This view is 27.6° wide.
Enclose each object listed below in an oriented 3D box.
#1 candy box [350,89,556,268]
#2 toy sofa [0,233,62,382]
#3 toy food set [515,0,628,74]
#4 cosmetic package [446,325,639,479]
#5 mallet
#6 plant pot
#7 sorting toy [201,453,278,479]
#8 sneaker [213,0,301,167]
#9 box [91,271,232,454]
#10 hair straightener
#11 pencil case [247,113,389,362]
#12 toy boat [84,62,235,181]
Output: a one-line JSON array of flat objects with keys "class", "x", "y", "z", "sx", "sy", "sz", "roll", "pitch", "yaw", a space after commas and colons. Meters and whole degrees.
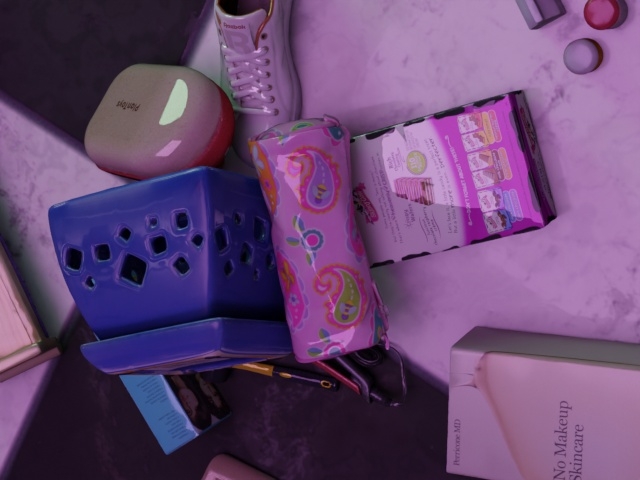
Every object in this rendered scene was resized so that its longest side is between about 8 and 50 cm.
[{"class": "candy box", "x": 0.142, "y": -0.070, "z": 1.527, "sx": 0.233, "sy": 0.071, "sz": 0.159, "roll": -13, "pitch": 95, "yaw": 25}, {"class": "toy sofa", "x": -0.501, "y": 0.025, "z": 1.801, "sx": 0.150, "sy": 0.177, "sz": 0.363, "roll": -26, "pitch": 88, "yaw": 1}, {"class": "toy food set", "x": 0.253, "y": -0.294, "z": 1.420, "sx": 0.111, "sy": 0.104, "sz": 0.232, "roll": -26, "pitch": 89, "yaw": 25}, {"class": "cosmetic package", "x": 0.307, "y": 0.199, "z": 1.483, "sx": 0.309, "sy": 0.113, "sz": 0.160, "roll": 4, "pitch": 101, "yaw": 22}, {"class": "mallet", "x": -0.066, "y": 0.158, "z": 1.683, "sx": 0.189, "sy": 0.039, "sz": 0.062, "roll": 3, "pitch": 98, "yaw": 18}, {"class": "plant pot", "x": -0.159, "y": 0.048, "z": 1.567, "sx": 0.236, "sy": 0.236, "sz": 0.212, "roll": -12, "pitch": 80, "yaw": 27}, {"class": "sorting toy", "x": -0.053, "y": 0.442, "z": 1.686, "sx": 0.307, "sy": 0.041, "sz": 0.229, "roll": 25, "pitch": 82, "yaw": 18}, {"class": "sneaker", "x": -0.091, "y": -0.225, "z": 1.574, "sx": 0.106, "sy": 0.123, "sz": 0.290, "roll": 4, "pitch": 102, "yaw": 21}, {"class": "box", "x": -0.220, "y": 0.150, "z": 1.709, "sx": 0.060, "sy": 0.100, "sz": 0.244, "roll": -34, "pitch": 86, "yaw": 24}, {"class": "hair straightener", "x": 0.018, "y": 0.127, "z": 1.627, "sx": 0.230, "sy": 0.047, "sz": 0.089, "roll": 36, "pitch": 111, "yaw": 20}, {"class": "pencil case", "x": 0.000, "y": 0.000, "z": 1.507, "sx": 0.124, "sy": 0.124, "sz": 0.284, "roll": -9, "pitch": 100, "yaw": 25}, {"class": "toy boat", "x": -0.180, "y": -0.127, "z": 1.626, "sx": 0.231, "sy": 0.151, "sz": 0.151, "roll": 16, "pitch": 75, "yaw": 54}]
